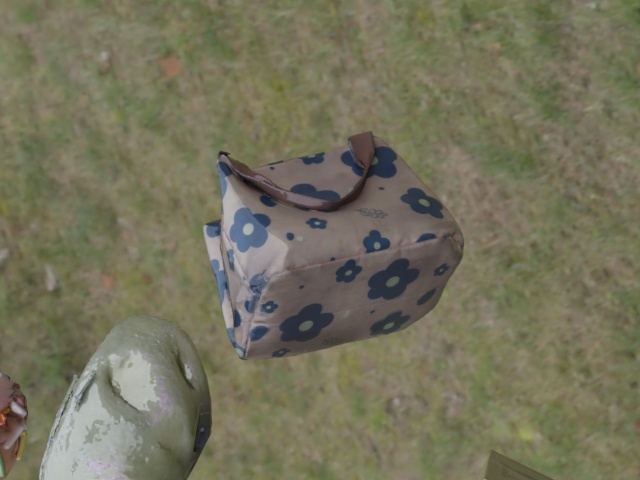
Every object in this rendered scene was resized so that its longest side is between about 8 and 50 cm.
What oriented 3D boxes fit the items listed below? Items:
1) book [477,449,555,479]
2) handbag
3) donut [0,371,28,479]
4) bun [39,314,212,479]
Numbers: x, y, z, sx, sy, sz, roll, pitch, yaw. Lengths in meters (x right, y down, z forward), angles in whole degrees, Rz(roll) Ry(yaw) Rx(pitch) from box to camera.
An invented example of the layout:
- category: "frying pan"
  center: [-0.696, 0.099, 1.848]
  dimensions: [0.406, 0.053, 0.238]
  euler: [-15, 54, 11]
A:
- category: "book"
  center: [0.245, 0.251, 1.155]
  dimensions: [0.231, 0.161, 0.026]
  euler: [24, 94, 9]
- category: "handbag"
  center: [0.000, 0.000, 1.444]
  dimensions: [0.193, 0.251, 0.190]
  euler: [64, 152, 30]
- category: "donut"
  center: [-0.338, 0.168, 1.055]
  dimensions: [0.199, 0.233, 0.085]
  euler: [15, 112, 53]
- category: "bun"
  center: [-0.220, 0.223, 1.539]
  dimensions: [0.168, 0.273, 0.273]
  euler: [25, 136, -2]
